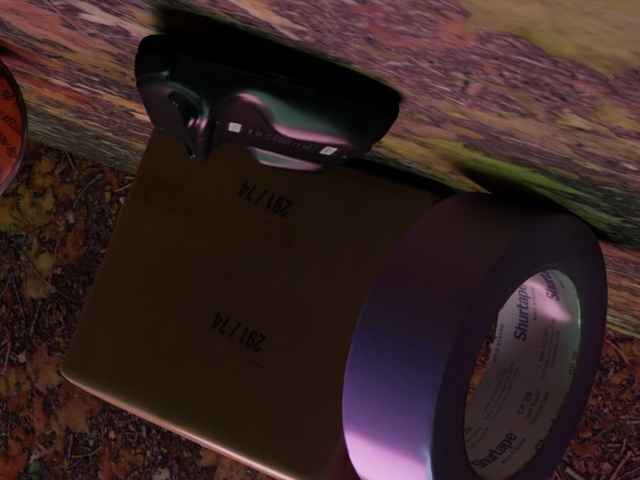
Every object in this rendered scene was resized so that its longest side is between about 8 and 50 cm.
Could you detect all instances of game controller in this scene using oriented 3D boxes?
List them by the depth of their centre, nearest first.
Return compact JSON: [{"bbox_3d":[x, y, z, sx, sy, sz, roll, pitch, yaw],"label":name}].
[{"bbox_3d":[-0.044,-0.092,0.858,0.166,0.067,0.319,5,180,-6],"label":"game controller"}]

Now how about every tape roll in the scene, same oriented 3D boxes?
[{"bbox_3d":[0.137,0.101,1.014,0.090,0.275,0.274,18,178,37],"label":"tape roll"}]

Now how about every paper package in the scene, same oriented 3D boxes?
[{"bbox_3d":[-0.045,0.063,1.203,0.324,0.310,0.168,18,173,27],"label":"paper package"}]

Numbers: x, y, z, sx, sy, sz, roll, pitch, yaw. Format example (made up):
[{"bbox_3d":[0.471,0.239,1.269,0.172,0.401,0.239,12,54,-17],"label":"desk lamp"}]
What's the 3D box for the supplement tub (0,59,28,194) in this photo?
[{"bbox_3d":[-0.441,-0.128,1.320,0.207,0.207,0.338,20,177,-26],"label":"supplement tub"}]
